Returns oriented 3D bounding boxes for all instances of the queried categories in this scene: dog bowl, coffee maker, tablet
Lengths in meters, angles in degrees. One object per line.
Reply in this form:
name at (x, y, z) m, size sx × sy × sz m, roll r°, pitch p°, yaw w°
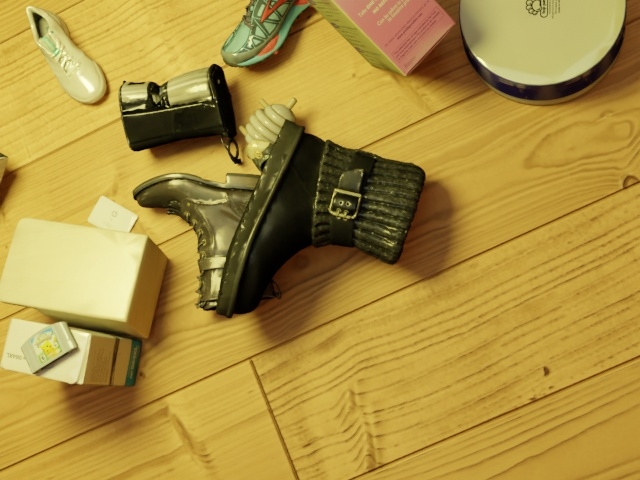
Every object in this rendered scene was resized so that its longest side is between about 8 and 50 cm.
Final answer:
dog bowl at (0.358, -0.360, 1.679) m, size 0.265 × 0.104 × 0.264 m, roll -2°, pitch 80°, yaw 13°
coffee maker at (-0.245, -0.206, 1.787) m, size 0.178 × 0.120 × 0.171 m, roll -11°, pitch 79°, yaw 12°
tablet at (-0.370, -0.039, 1.847) m, size 0.083 × 0.006 × 0.054 m, roll 29°, pitch 88°, yaw 16°

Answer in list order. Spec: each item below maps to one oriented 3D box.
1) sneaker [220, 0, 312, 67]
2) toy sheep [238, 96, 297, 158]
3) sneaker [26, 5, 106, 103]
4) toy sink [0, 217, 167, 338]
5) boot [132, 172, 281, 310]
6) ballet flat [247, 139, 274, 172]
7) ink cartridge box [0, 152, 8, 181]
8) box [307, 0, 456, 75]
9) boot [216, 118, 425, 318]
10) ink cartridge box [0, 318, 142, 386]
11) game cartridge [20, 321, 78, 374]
sneaker at (-0.096, -0.418, 1.776) m, size 0.262 × 0.125 × 0.104 m, roll -51°, pitch 47°, yaw -3°
toy sheep at (-0.084, -0.191, 1.765) m, size 0.091 × 0.091 × 0.132 m, roll 41°, pitch 110°, yaw 16°
sneaker at (-0.471, -0.337, 1.876) m, size 0.080 × 0.094 × 0.212 m, roll -39°, pitch 75°, yaw 3°
toy sink at (-0.400, 0.066, 1.764) m, size 0.234 × 0.131 × 0.152 m, roll 7°, pitch 72°, yaw 11°
boot at (-0.196, 0.005, 1.754) m, size 0.263 × 0.091 × 0.228 m, roll -2°, pitch 80°, yaw 11°
ballet flat at (-0.058, -0.099, 1.729) m, size 0.057 × 0.049 × 0.173 m, roll -37°, pitch 98°, yaw 31°
ink cartridge box at (-0.684, -0.103, 1.877) m, size 0.206 × 0.045 × 0.208 m, roll 29°, pitch 106°, yaw 14°
box at (0.066, -0.393, 1.648) m, size 0.243 × 0.213 × 0.117 m, roll 42°, pitch 92°, yaw -17°
boot at (0.001, -0.001, 1.655) m, size 0.260 × 0.131 × 0.347 m, roll 24°, pitch 88°, yaw -5°
ink cartridge box at (-0.406, 0.188, 1.713) m, size 0.148 × 0.203 × 0.085 m, roll 9°, pitch 83°, yaw 14°
game cartridge at (-0.422, 0.164, 1.608) m, size 0.083 × 0.017 × 0.056 m, roll -32°, pitch 70°, yaw 5°
